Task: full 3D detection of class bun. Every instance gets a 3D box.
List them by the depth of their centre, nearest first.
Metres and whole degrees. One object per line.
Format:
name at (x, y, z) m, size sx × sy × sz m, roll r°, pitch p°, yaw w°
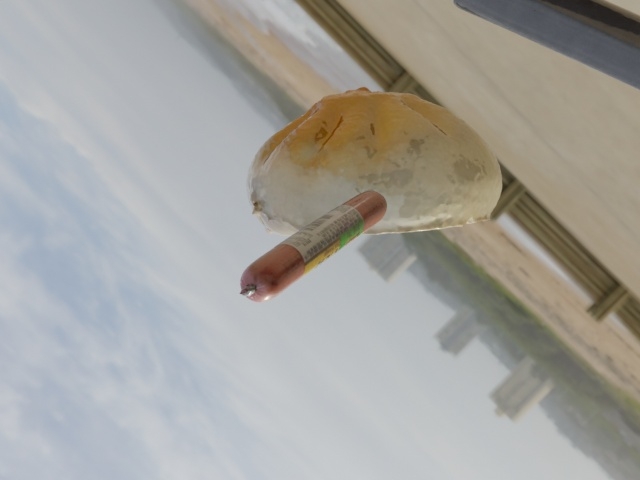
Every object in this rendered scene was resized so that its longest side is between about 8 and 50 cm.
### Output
bun at (0.057, -0.095, 1.122) m, size 0.299 × 0.298 × 0.165 m, roll -60°, pitch -36°, yaw -85°

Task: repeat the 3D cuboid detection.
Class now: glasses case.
glasses case at (0.183, -0.140, 0.648) m, size 0.190 × 0.042 × 0.072 m, roll 27°, pitch -160°, yaw 9°

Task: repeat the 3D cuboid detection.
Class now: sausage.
sausage at (0.000, 0.000, 0.719) m, size 0.029 × 0.029 × 0.223 m, roll 45°, pitch -148°, yaw 7°
